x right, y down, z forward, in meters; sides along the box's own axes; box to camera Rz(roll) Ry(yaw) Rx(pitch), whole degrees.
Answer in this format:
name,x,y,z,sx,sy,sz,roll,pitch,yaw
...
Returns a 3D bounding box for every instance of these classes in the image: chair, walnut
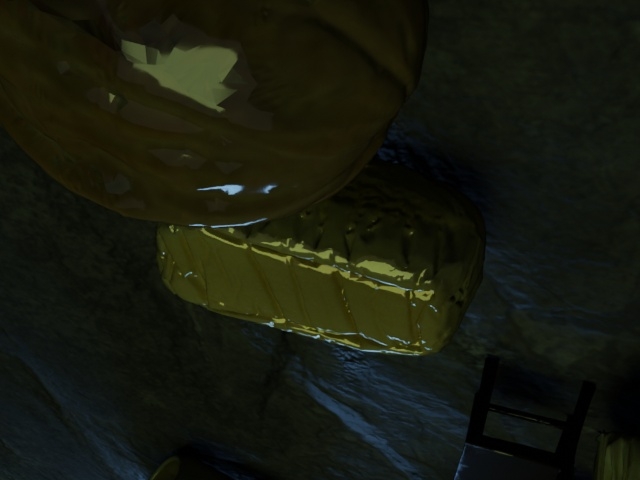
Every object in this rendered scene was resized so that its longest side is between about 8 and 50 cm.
name,x,y,z,sx,sy,sz,roll,pitch,yaw
chair,0.160,0.215,0.898,0.102,0.212,0.084,14,146,9
walnut,-0.072,-0.122,0.558,0.261,0.225,0.225,22,146,7

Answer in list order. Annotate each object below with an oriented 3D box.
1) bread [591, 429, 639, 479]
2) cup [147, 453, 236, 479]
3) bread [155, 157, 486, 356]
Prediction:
name,x,y,z,sx,sy,sz,roll,pitch,yaw
bread,0.323,0.228,0.876,0.210,0.109,0.192,9,171,15
cup,-0.147,0.391,1.338,0.202,0.173,0.255,33,143,-15
bread,0.000,0.000,0.778,0.236,0.106,0.140,12,146,13
